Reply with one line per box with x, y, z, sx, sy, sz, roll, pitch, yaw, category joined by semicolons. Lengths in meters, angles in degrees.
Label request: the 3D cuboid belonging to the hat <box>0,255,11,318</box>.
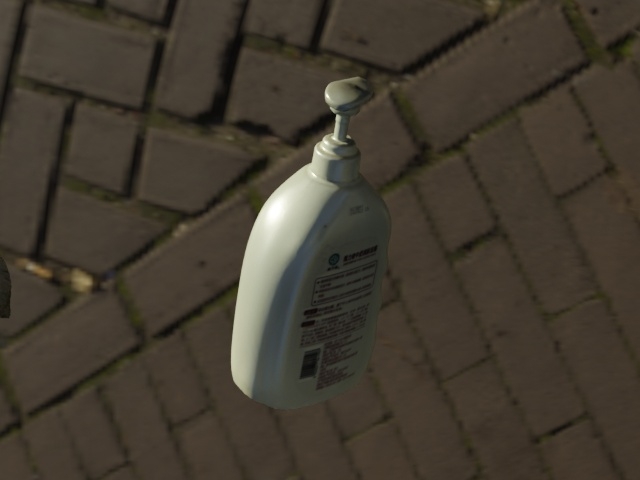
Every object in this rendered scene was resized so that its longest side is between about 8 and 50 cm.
-0.187;-0.067;0.437;0.257;0.257;0.130;20;103;26;hat

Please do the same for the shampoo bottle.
0.000;0.000;0.822;0.045;0.077;0.152;36;129;37;shampoo bottle
